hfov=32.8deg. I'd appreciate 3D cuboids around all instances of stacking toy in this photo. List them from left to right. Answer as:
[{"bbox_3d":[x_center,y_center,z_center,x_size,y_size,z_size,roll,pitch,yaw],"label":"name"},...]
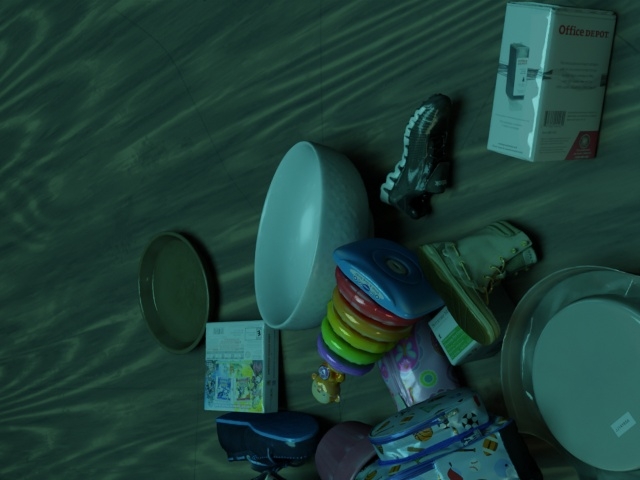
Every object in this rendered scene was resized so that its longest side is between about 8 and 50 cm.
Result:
[{"bbox_3d":[0.057,0.156,1.789,0.175,0.165,0.302,41,120,22],"label":"stacking toy"}]

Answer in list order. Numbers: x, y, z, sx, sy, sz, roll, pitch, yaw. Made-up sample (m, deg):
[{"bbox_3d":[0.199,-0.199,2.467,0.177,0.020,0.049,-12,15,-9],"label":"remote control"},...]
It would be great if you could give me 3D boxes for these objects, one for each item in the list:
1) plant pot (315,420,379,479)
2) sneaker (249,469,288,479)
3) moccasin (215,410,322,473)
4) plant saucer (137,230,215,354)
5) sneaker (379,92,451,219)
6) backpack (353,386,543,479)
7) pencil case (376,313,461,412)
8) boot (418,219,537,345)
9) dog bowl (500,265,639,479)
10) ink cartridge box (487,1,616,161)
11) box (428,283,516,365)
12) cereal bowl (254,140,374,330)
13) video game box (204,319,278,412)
[{"bbox_3d":[0.087,0.413,1.925,0.180,0.201,0.201,28,116,60],"label":"plant pot"},{"bbox_3d":[-0.055,0.488,2.041,0.235,0.153,0.094,0,67,14],"label":"sneaker"},{"bbox_3d":[-0.092,0.408,2.174,0.342,0.137,0.117,-5,95,62],"label":"moccasin"},{"bbox_3d":[-0.320,0.116,2.432,0.278,0.041,0.278,7,100,48],"label":"plant saucer"},{"bbox_3d":[0.182,-0.132,1.824,0.106,0.078,0.234,46,130,31],"label":"sneaker"},{"bbox_3d":[0.179,0.350,1.655,0.213,0.263,0.276,57,177,9],"label":"backpack"},{"bbox_3d":[0.152,0.199,1.864,0.124,0.124,0.284,-37,67,44],"label":"pencil case"},{"bbox_3d":[0.265,0.057,1.673,0.213,0.165,0.077,-123,18,-45],"label":"boot"},{"bbox_3d":[0.428,0.203,1.572,0.348,0.102,0.349,9,102,47],"label":"dog bowl"},{"bbox_3d":[0.336,-0.231,1.576,0.092,0.158,0.218,22,110,45],"label":"ink cartridge box"},{"bbox_3d":[0.253,0.135,1.756,0.101,0.102,0.087,-51,57,40],"label":"box"},{"bbox_3d":[0.000,0.000,1.951,0.339,0.141,0.339,-169,90,-69],"label":"cereal bowl"},{"bbox_3d":[-0.165,0.262,2.256,0.205,0.048,0.187,-7,78,48],"label":"video game box"}]
